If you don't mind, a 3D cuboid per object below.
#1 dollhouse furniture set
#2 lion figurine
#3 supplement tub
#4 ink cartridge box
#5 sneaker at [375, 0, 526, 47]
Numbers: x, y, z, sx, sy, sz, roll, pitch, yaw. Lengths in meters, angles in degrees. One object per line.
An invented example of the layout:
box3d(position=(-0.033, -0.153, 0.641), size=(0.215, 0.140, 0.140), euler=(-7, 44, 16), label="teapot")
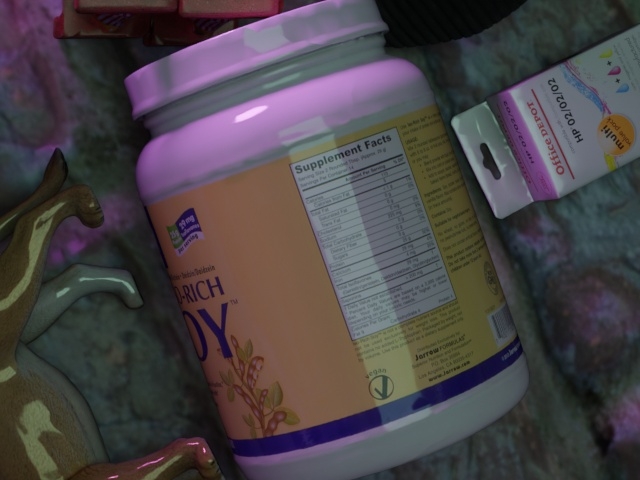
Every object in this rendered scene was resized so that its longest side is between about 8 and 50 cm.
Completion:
box3d(position=(-0.116, -0.341, 1.197), size=(0.152, 0.201, 0.374), euler=(2, 88, -14), label="dollhouse furniture set")
box3d(position=(-0.224, 0.144, 1.205), size=(0.240, 0.142, 0.392), euler=(-24, 80, -6), label="lion figurine")
box3d(position=(0.000, 0.000, 1.195), size=(0.241, 0.241, 0.331), euler=(-21, 93, -14), label="supplement tub")
box3d(position=(0.217, -0.102, 1.344), size=(0.181, 0.061, 0.104), euler=(-28, 95, -13), label="ink cartridge box")
box3d(position=(0.153, -0.286, 1.319), size=(0.330, 0.146, 0.122), euler=(-31, 123, 8), label="sneaker")
